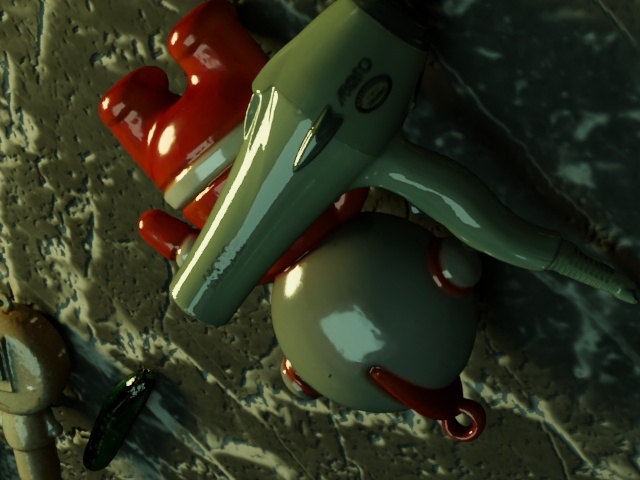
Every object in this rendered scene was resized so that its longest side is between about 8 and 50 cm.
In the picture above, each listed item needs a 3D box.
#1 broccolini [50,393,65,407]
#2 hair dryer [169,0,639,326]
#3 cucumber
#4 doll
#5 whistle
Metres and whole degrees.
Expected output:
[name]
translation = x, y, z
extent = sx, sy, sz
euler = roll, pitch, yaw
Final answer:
[broccolini]
translation = -0.322, 0.121, 1.662
extent = 0.194, 0.054, 0.052
euler = 20, 164, 16
[hair dryer]
translation = 0.032, 0.006, 1.071
extent = 0.229, 0.092, 0.267
euler = -37, 100, 13
[cucumber]
translation = -0.184, 0.161, 1.564
extent = 0.036, 0.033, 0.184
euler = 56, 146, 18
[doll]
translation = 0.000, 0.000, 1.158
extent = 0.200, 0.105, 0.336
euler = -40, 91, 29
[whistle]
translation = -0.273, 0.144, 1.584
extent = 0.107, 0.057, 0.220
euler = 8, 122, 24
